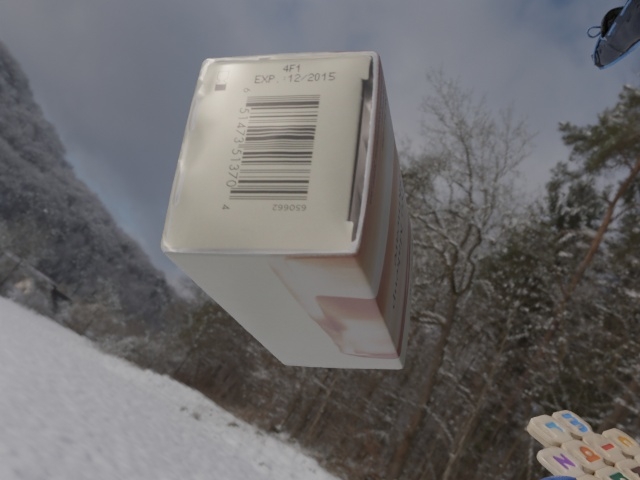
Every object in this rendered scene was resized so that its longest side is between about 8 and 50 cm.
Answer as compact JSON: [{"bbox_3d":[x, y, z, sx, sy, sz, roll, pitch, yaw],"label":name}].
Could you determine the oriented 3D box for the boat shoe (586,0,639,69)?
[{"bbox_3d":[0.575,-0.406,1.237,0.089,0.109,0.258,47,-7,3],"label":"boat shoe"}]

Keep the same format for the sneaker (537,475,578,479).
[{"bbox_3d":[0.201,0.292,0.548,0.130,0.147,0.330,50,28,10],"label":"sneaker"}]

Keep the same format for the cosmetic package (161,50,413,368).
[{"bbox_3d":[0.000,0.000,0.538,0.129,0.153,0.296,1,-22,13],"label":"cosmetic package"}]

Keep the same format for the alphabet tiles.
[{"bbox_3d":[0.437,0.347,0.942,0.277,0.021,0.284,5,25,-44],"label":"alphabet tiles"}]
